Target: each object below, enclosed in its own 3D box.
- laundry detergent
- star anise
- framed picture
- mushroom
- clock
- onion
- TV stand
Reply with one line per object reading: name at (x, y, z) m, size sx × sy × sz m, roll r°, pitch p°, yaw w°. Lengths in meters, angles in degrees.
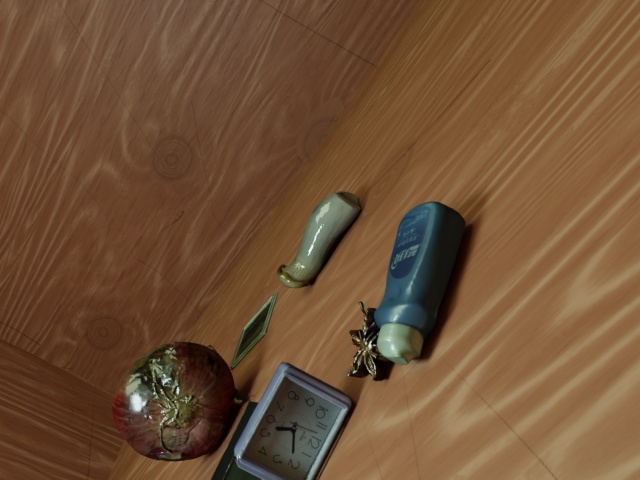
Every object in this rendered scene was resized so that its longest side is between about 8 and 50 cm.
laundry detergent at (0.154, 0.075, 1.001) m, size 0.143 × 0.094 × 0.289 m, roll -32°, pitch 30°, yaw 53°
star anise at (0.088, 0.172, 1.067) m, size 0.097 × 0.070 × 0.190 m, roll -54°, pitch 34°, yaw 31°
framed picture at (-0.231, 0.310, 2.042) m, size 0.252 × 0.014 × 0.197 m, roll -49°, pitch 17°, yaw 37°
mushroom at (0.000, 0.000, 1.721) m, size 0.328 × 0.122 × 0.159 m, roll -57°, pitch -23°, yaw 6°
clock at (-0.049, 0.336, 1.063) m, size 0.193 × 0.145 × 0.073 m, roll -62°, pitch 9°, yaw -9°
onion at (-0.398, 0.455, 1.685) m, size 0.353 × 0.354 × 0.353 m, roll -54°, pitch 14°, yaw 21°
TV stand at (-0.172, 0.494, 1.303) m, size 0.269 × 0.083 × 0.088 m, roll -64°, pitch 13°, yaw -22°
